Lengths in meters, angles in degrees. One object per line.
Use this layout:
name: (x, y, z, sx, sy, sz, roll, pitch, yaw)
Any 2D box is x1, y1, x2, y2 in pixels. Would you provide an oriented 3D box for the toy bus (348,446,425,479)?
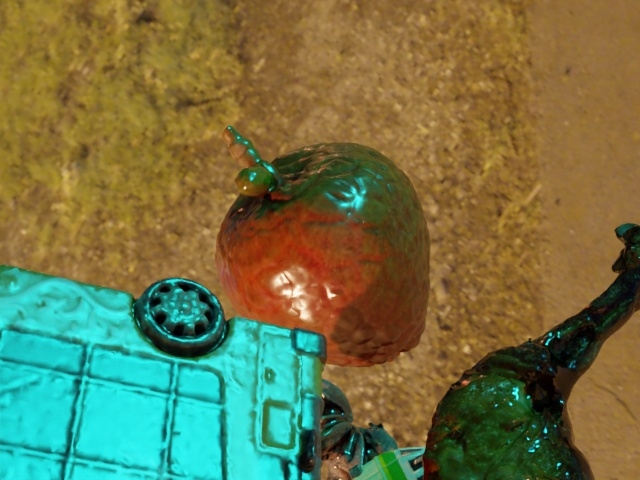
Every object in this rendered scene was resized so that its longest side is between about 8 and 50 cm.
toy bus: (0.157, 0.392, 1.396, 0.164, 0.134, 0.276, -34, 37, 5)

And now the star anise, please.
star anise: (0.026, 0.325, 1.724, 0.129, 0.283, 0.212, -33, -15, -20)

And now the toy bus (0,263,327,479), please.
toy bus: (-0.166, 0.125, 0.664, 0.194, 0.323, 0.162, -90, 21, -43)

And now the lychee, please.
lychee: (0.000, 0.000, 1.140, 0.255, 0.300, 0.255, -23, 21, 10)

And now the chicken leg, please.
chicken leg: (0.109, 0.089, 0.523, 0.106, 0.051, 0.253, -7, 42, 42)
